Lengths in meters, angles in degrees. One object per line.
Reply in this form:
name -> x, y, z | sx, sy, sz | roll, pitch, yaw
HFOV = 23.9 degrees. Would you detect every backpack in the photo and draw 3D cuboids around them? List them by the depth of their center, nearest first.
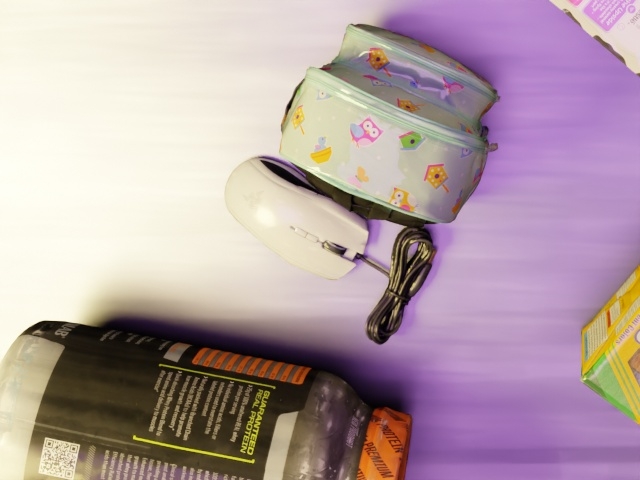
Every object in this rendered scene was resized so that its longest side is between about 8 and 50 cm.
backpack -> 0.055, -0.087, 1.185 | 0.165, 0.188, 0.144 | 25, 106, 3

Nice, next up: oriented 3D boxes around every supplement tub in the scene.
supplement tub -> -0.102, 0.193, 1.269 | 0.338, 0.207, 0.207 | 11, 105, 7

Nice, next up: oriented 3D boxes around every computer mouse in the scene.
computer mouse -> 0.000, 0.000, 1.291 | 0.193, 0.042, 0.106 | 30, 107, 1

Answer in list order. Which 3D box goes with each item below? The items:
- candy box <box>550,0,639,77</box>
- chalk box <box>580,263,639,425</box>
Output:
candy box -> 0.211, -0.201, 1.143 | 0.196, 0.165, 0.070 | 40, 107, -1
chalk box -> 0.331, 0.109, 1.216 | 0.213, 0.132, 0.132 | 38, 106, 0
